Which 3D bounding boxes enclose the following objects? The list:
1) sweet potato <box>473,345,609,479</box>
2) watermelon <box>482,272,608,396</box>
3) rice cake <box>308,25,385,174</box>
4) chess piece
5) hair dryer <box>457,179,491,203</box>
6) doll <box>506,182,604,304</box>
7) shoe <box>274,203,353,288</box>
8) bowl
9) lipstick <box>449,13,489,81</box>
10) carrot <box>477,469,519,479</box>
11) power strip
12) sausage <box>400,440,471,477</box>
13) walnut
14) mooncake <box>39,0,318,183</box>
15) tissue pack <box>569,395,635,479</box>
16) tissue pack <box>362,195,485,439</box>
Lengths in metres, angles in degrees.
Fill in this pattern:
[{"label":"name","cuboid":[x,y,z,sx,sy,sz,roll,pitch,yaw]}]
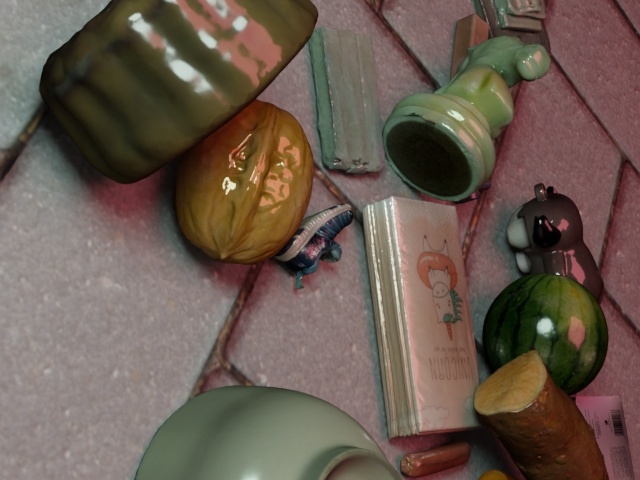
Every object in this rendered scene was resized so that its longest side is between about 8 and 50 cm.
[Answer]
[{"label":"sweet potato","cuboid":[0.337,0.300,1.587,0.336,0.131,0.131,53,44,-31]},{"label":"watermelon","cuboid":[0.333,0.156,1.663,0.188,0.188,0.214,12,87,-45]},{"label":"rice cake","cuboid":[0.038,-0.195,1.569,0.124,0.038,0.211,1,77,-48]},{"label":"chess piece","cuboid":[0.232,-0.210,1.649,0.175,0.176,0.298,53,56,-21]},{"label":"hair dryer","cuboid":[0.245,-0.094,1.768,0.114,0.037,0.063,-5,79,-56]},{"label":"doll","cuboid":[0.385,0.029,1.809,0.257,0.117,0.182,65,21,-14]},{"label":"shoe","cuboid":[0.000,0.000,1.441,0.143,0.064,0.071,-41,107,-44]},{"label":"bowl","cuboid":[-0.019,0.323,1.215,0.354,0.185,0.353,18,64,-43]},{"label":"lipstick","cuboid":[0.244,-0.299,1.824,0.045,0.045,0.145,31,56,-36]},{"label":"carrot","cuboid":[0.304,0.400,1.623,0.193,0.087,0.087,44,48,-25]},{"label":"power strip","cuboid":[0.351,-0.429,1.973,0.213,0.065,0.198,-12,84,-48]},{"label":"sausage","cuboid":[0.162,0.302,1.538,0.147,0.035,0.030,-1,110,-47]},{"label":"walnut","cuboid":[-0.088,-0.068,1.303,0.159,0.159,0.206,34,61,-36]},{"label":"mooncake","cuboid":[-0.156,-0.200,1.177,0.161,0.290,0.290,49,46,-15]},{"label":"tissue pack","cuboid":[0.418,0.370,1.747,0.149,0.092,0.246,9,70,-46]},{"label":"tissue pack","cuboid":[0.146,0.108,1.556,0.170,0.071,0.325,8,71,-50]}]
